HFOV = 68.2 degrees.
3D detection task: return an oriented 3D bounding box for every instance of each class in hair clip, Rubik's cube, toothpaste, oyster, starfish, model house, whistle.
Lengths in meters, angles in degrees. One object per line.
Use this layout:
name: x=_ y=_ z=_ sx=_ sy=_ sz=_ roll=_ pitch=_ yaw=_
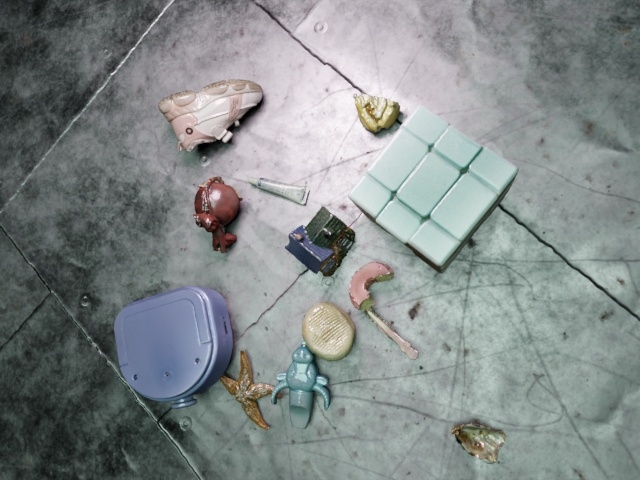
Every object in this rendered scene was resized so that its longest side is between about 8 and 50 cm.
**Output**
hair clip: x=0.215 y=0.284 z=1.460 sx=0.226 sy=0.072 sz=0.034 roll=42 pitch=88 yaw=24
Rubik's cube: x=0.312 y=-0.126 z=1.334 sx=0.316 sy=0.319 sz=0.322 roll=38 pitch=94 yaw=16
toothpaste: x=-0.145 y=-0.177 z=1.605 sx=0.216 sy=0.037 sz=0.062 roll=17 pitch=89 yaw=12
oyster: x=0.450 y=0.569 z=1.365 sx=0.148 sy=0.051 sz=0.103 roll=27 pitch=89 yaw=0
starfish: x=-0.221 y=0.493 z=1.554 sx=0.138 sy=0.050 sz=0.247 roll=-45 pitch=83 yaw=6
model house: x=0.000 y=0.000 z=1.479 sx=0.166 sy=0.172 sz=0.183 roll=39 pitch=94 yaw=16
whistle: x=-0.058 y=0.452 z=1.491 sx=0.186 sy=0.093 sz=0.274 roll=3 pitch=88 yaw=9

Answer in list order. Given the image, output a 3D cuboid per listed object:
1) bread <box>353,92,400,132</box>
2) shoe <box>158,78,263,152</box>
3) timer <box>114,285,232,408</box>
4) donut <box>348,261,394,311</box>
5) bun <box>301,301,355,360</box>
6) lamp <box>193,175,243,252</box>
bread: x=0.167 y=-0.403 z=1.520 sx=0.156 sy=0.103 sz=0.110 roll=18 pitch=101 yaw=21
shoe: x=-0.360 y=-0.436 z=1.633 sx=0.351 sy=0.172 sz=0.198 roll=-15 pitch=117 yaw=-5
timer: x=-0.472 y=0.356 z=1.562 sx=0.395 sy=0.173 sz=0.395 roll=-2 pitch=81 yaw=15
donut: x=0.148 y=0.134 z=1.471 sx=0.166 sy=0.065 sz=0.117 roll=-48 pitch=47 yaw=-1
bun: x=0.025 y=0.286 z=1.482 sx=0.164 sy=0.111 sz=0.188 roll=-41 pitch=73 yaw=-11
lamp: x=-0.353 y=-0.097 z=1.595 sx=0.151 sy=0.215 sz=0.223 roll=14 pitch=65 yaw=29
